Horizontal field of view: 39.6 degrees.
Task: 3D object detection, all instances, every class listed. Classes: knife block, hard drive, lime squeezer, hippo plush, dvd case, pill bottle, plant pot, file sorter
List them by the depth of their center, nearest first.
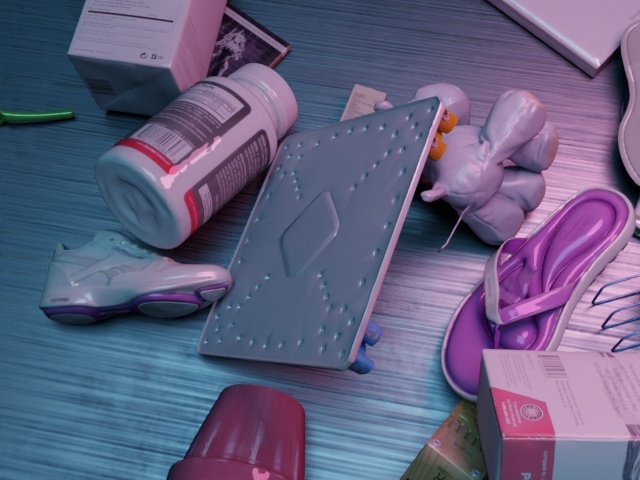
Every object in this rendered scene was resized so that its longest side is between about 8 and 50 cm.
[{"bbox_3d":[-0.102,0.309,1.241,0.202,0.201,0.180,10,55,7],"label":"plant pot"},{"bbox_3d":[0.154,0.362,1.268,0.088,0.242,0.276,38,30,14],"label":"knife block"},{"bbox_3d":[0.485,0.140,1.308,0.105,0.118,0.170,-17,69,0],"label":"file sorter"},{"bbox_3d":[-0.180,-0.145,1.386,0.176,0.176,0.318,35,55,14],"label":"pill bottle"},{"bbox_3d":[0.203,-0.121,1.403,0.294,0.234,0.237,-42,47,-18],"label":"hippo plush"},{"bbox_3d":[-0.587,-0.239,1.545,0.311,0.058,0.110,24,42,13],"label":"lime squeezer"},{"bbox_3d":[-0.185,-0.309,1.560,0.165,0.018,0.221,37,76,16],"label":"dvd case"},{"bbox_3d":[0.426,-0.449,1.573,0.307,0.040,0.203,41,76,17],"label":"hard drive"}]

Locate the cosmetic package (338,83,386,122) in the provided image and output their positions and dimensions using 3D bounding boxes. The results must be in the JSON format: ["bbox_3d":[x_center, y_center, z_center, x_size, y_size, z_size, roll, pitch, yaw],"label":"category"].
[{"bbox_3d":[0.066,-0.200,1.494,0.060,0.041,0.115,20,72,11],"label":"cosmetic package"}]

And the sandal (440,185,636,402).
[{"bbox_3d":[0.312,0.055,1.329,0.169,0.102,0.416,24,65,40],"label":"sandal"}]

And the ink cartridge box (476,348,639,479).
[{"bbox_3d":[0.355,0.239,1.137,0.283,0.207,0.117,1,113,2],"label":"ink cartridge box"}]

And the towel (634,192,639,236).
[{"bbox_3d":[0.667,-0.094,1.428,0.248,0.038,0.324,30,74,14],"label":"towel"}]

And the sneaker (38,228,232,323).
[{"bbox_3d":[-0.288,0.044,1.371,0.305,0.114,0.152,-4,66,9],"label":"sneaker"}]

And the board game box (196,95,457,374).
[{"bbox_3d":[0.000,0.000,1.276,0.050,0.390,0.389,31,70,-30],"label":"board game box"}]

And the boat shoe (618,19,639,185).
[{"bbox_3d":[0.548,-0.213,1.449,0.114,0.091,0.302,-1,70,28],"label":"boat shoe"}]

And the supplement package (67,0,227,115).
[{"bbox_3d":[-0.276,-0.376,1.487,0.175,0.177,0.292,9,69,9],"label":"supplement package"}]
